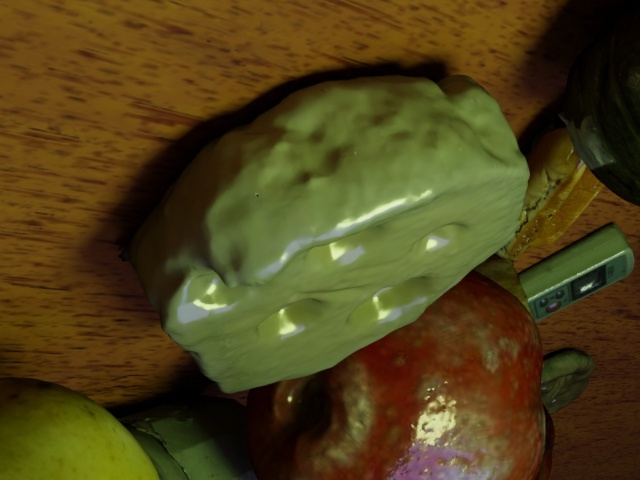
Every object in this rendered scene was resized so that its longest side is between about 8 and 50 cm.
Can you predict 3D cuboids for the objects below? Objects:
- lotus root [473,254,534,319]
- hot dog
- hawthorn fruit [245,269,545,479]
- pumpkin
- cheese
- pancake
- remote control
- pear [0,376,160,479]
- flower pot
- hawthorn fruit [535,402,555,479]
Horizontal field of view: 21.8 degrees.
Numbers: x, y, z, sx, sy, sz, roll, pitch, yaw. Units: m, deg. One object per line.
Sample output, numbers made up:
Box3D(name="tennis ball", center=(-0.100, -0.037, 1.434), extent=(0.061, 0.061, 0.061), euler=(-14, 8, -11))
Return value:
Box3D(name="lotus root", center=(0.146, 0.068, 1.638), extent=(0.135, 0.095, 0.159), euler=(-16, -163, -18))
Box3D(name="hot dog", center=(0.204, -0.055, 1.440), extent=(0.092, 0.062, 0.236), euler=(-18, 160, -26))
Box3D(name="hawthorn fruit", center=(0.066, 0.146, 1.472), extent=(0.284, 0.284, 0.284), euler=(-25, 160, -10))
Box3D(name="pumpkin", center=(0.306, -0.136, 1.229), extent=(0.260, 0.189, 0.260), euler=(-25, -177, 1))
Box3D(name="cheese", center=(0.000, 0.000, 1.225), extent=(0.318, 0.115, 0.326), euler=(-5, 149, -49))
Box3D(name="pancake", center=(0.272, 0.214, 2.203), extent=(0.222, 0.042, 0.236), euler=(-20, 158, -17))
Box3D(name="remote control", center=(0.206, 0.077, 1.793), extent=(0.285, 0.038, 0.123), euler=(-29, 161, 0))
Box3D(name="pear", center=(-0.297, 0.291, 1.204), extent=(0.418, 0.362, 0.362), euler=(-51, 167, -20))
Box3D(name="flower pot", center=(-0.141, 0.229, 1.512), extent=(0.202, 0.212, 0.212), euler=(-25, 164, -51))
Box3D(name="hawthorn fruit", center=(0.163, 0.267, 1.933), extent=(0.215, 0.215, 0.250), euler=(-15, 134, -33))
